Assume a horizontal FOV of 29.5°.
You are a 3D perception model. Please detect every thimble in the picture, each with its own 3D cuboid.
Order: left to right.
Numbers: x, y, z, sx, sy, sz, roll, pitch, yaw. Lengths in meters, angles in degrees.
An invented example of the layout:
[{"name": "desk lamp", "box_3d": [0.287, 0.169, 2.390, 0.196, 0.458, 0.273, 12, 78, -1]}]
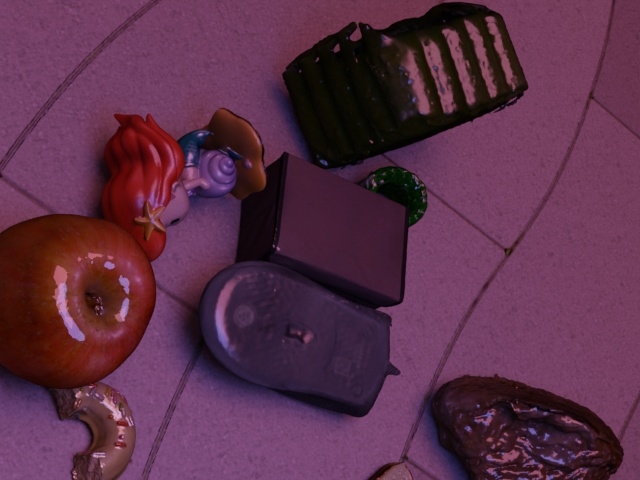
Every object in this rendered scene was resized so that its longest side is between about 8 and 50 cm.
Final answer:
[{"name": "thimble", "box_3d": [0.118, -0.068, 2.138, 0.130, 0.090, 0.118, 20, 61, -26]}]

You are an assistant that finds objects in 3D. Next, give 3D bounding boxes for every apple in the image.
[{"name": "apple", "box_3d": [-0.356, 0.084, 1.661, 0.242, 0.241, 0.242, 5, 81, -38]}]

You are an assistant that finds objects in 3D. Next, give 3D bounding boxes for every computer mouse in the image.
[{"name": "computer mouse", "box_3d": [-0.039, 0.155, 1.908, 0.371, 0.122, 0.188, 22, 73, -25]}]

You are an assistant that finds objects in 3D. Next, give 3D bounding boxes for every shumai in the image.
[{"name": "shumai", "box_3d": [0.335, 0.394, 2.071, 0.346, 0.217, 0.283, 14, 94, -15]}]

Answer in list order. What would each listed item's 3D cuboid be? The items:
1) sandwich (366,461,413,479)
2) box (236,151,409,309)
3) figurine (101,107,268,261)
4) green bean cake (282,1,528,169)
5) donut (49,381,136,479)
[{"name": "sandwich", "box_3d": [0.115, 0.410, 1.958, 0.105, 0.036, 0.093, -36, 91, -41]}, {"name": "box", "box_3d": [0.000, 0.000, 1.988, 0.252, 0.153, 0.188, 20, 61, -27]}, {"name": "figurine", "box_3d": [-0.235, -0.100, 1.871, 0.257, 0.181, 0.208, -29, 127, -38]}, {"name": "green bean cake", "box_3d": [0.143, -0.274, 2.105, 0.319, 0.335, 0.218, -20, 92, -41]}, {"name": "donut", "box_3d": [-0.309, 0.263, 1.713, 0.108, 0.065, 0.165, -11, 77, -38]}]
